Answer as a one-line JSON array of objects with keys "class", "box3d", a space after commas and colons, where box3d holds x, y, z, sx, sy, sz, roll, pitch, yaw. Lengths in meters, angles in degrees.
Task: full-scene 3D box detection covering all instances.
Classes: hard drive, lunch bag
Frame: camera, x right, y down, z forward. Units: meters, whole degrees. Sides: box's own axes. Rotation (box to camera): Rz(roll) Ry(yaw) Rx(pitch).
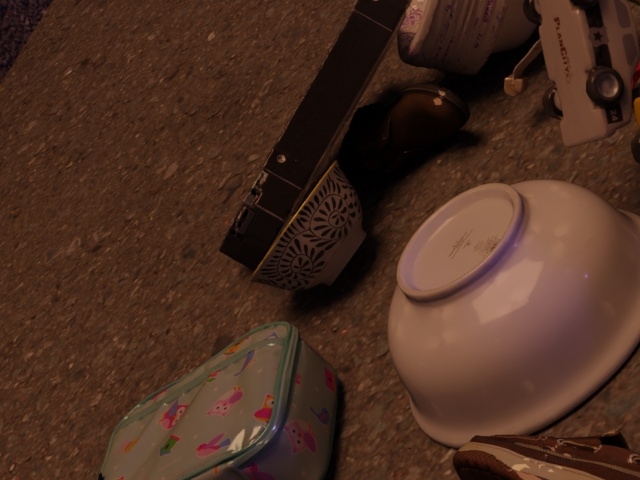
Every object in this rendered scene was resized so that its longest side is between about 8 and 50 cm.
[{"class": "hard drive", "box3d": [-0.005, -0.140, 2.085, 0.339, 0.064, 0.237, -60, 1, -19]}, {"class": "lunch bag", "box3d": [-0.115, 0.214, 1.797, 0.279, 0.108, 0.224, -30, 29, 26]}]

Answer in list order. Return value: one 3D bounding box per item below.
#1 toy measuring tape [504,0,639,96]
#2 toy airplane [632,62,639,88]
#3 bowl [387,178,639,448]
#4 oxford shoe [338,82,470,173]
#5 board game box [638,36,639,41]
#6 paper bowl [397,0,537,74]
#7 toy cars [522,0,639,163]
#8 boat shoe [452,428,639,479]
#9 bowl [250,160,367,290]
[{"class": "toy measuring tape", "box3d": [0.340, -0.251, 1.856, 0.330, 0.121, 0.121, -49, 22, 23]}, {"class": "toy airplane", "box3d": [0.356, -0.195, 1.838, 0.151, 0.028, 0.151, -34, 25, 19]}, {"class": "bowl", "box3d": [0.166, 0.041, 1.630, 0.298, 0.134, 0.298, -34, 27, 20]}, {"class": "oxford shoe", "box3d": [0.097, -0.121, 2.046, 0.227, 0.083, 0.096, -23, 33, 59]}, {"class": "board game box", "box3d": [0.461, -0.224, 1.598, 0.275, 0.142, 0.144, -45, 25, -3]}, {"class": "paper bowl", "box3d": [0.193, -0.338, 2.067, 0.284, 0.148, 0.284, -170, 90, -84]}, {"class": "toy cars", "box3d": [0.300, -0.116, 1.563, 0.087, 0.176, 0.393, -13, 50, -21]}, {"class": "boat shoe", "box3d": [0.216, 0.198, 1.387, 0.095, 0.095, 0.257, -38, 28, -23]}, {"class": "bowl", "box3d": [0.000, 0.000, 1.965, 0.170, 0.080, 0.170, -54, 0, 0]}]
